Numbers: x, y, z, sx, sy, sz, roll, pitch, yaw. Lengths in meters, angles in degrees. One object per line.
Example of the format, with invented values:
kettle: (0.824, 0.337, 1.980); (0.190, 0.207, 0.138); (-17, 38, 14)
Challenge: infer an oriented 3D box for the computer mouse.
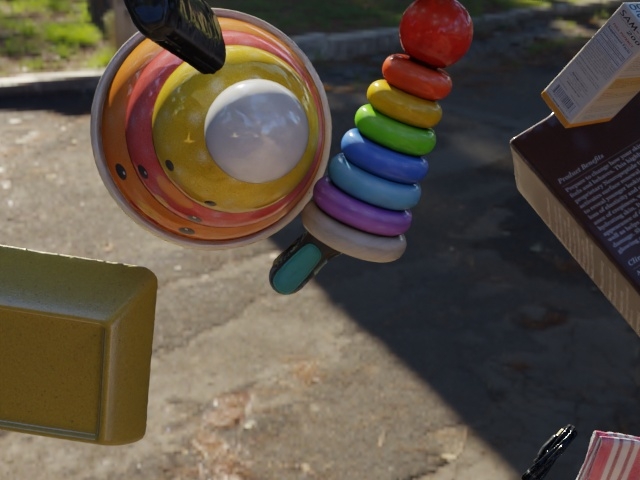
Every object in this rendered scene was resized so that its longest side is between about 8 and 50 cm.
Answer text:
computer mouse: (0.188, 0.278, 1.120); (0.041, 0.071, 0.242); (40, 65, 21)

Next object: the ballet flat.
ballet flat: (0.000, 0.000, 1.478); (0.188, 0.070, 0.070); (-38, 26, 2)

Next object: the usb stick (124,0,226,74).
usb stick: (-0.129, -0.202, 0.959); (0.045, 0.077, 0.278); (-15, 2, 4)

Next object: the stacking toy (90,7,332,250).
stacking toy: (-0.117, -0.145, 1.337); (0.351, 0.350, 0.480); (-4, 5, -11)

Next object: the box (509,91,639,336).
box: (0.423, -0.014, 1.314); (0.191, 0.143, 0.381); (-31, 61, -3)

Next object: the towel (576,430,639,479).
towel: (0.457, 0.324, 1.455); (0.197, 0.144, 0.029); (7, 37, -2)

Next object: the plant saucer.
plant saucer: (-0.421, 0.175, 1.557); (0.333, 0.332, 0.081); (8, 31, -2)

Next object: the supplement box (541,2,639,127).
supplement box: (0.220, -0.130, 0.780); (0.062, 0.098, 0.036); (-12, 63, -41)

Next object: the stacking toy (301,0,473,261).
stacking toy: (0.093, -0.145, 1.300); (0.141, 0.330, 0.141); (19, 18, -7)
